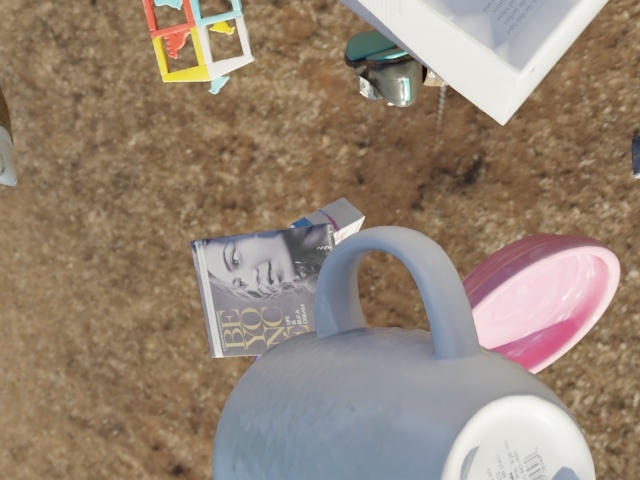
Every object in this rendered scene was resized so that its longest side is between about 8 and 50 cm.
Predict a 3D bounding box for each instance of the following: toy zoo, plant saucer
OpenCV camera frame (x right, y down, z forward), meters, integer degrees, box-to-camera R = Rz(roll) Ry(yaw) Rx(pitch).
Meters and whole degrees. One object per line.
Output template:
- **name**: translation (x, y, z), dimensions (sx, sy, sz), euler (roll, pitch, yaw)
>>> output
- **toy zoo**: translation (-0.248, -0.438, 2.014), dimensions (0.192, 0.030, 0.293), euler (-11, 101, 8)
- **plant saucer**: translation (0.320, 0.107, 1.614), dimensions (0.084, 0.332, 0.332), euler (55, 147, 36)

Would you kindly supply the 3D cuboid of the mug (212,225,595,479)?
- **mug**: translation (0.078, 0.172, 0.962), dimensions (0.328, 0.276, 0.374), euler (-11, 87, 60)

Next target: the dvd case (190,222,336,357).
- **dvd case**: translation (-0.068, 0.069, 1.326), dimensions (0.221, 0.018, 0.165), euler (-7, 96, 32)

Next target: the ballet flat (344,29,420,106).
- **ballet flat**: translation (0.095, -0.264, 1.581), dimensions (0.280, 0.095, 0.096), euler (-108, 3, -70)

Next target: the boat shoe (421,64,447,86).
- **boat shoe**: translation (0.146, -0.287, 1.301), dimensions (0.066, 0.066, 0.183), euler (-123, 20, -73)

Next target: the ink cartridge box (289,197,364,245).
- **ink cartridge box**: translation (0.000, 0.000, 1.489), dimensions (0.052, 0.122, 0.089), euler (40, 132, 19)

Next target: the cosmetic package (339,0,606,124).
- **cosmetic package**: translation (0.148, -0.265, 0.875), dimensions (0.224, 0.224, 0.138), euler (40, 175, 12)

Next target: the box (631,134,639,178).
- **box**: translation (0.541, -0.116, 1.267), dimensions (0.183, 0.231, 0.056), euler (148, 124, -66)

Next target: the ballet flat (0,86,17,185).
- **ballet flat**: translation (-0.525, -0.073, 1.486), dimensions (0.124, 0.342, 0.116), euler (21, 166, 24)

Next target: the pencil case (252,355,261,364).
- **pencil case**: translation (-0.019, 0.228, 1.624), dimensions (0.206, 0.088, 0.086), euler (23, 160, 14)
